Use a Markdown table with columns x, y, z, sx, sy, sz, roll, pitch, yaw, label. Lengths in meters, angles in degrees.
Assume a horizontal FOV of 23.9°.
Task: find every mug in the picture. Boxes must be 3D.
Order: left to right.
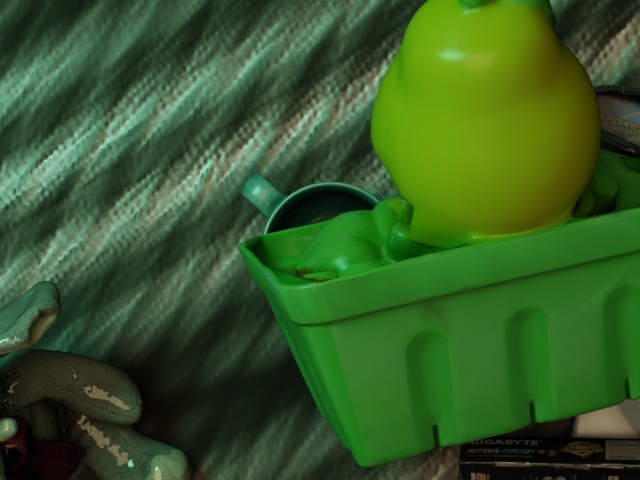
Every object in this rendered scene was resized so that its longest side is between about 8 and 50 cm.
| x | y | z | sx | sy | sz | roll | pitch | yaw | label |
| --- | --- | --- | --- | --- | --- | --- | --- | --- | --- |
| 0.010 | 0.001 | 1.394 | 0.129 | 0.097 | 0.157 | -17 | 86 | 4 | mug |

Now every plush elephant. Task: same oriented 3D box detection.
| x | y | z | sx | sy | sz | roll | pitch | yaw | label |
| --- | --- | --- | --- | --- | --- | --- | --- | --- | --- |
| -0.304 | 0.171 | 1.328 | 0.272 | 0.255 | 0.330 | -31 | 85 | 2 | plush elephant |

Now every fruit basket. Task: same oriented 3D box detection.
| x | y | z | sx | sy | sz | roll | pitch | yaw | label |
| --- | --- | --- | --- | --- | --- | --- | --- | --- | --- |
| 0.123 | -0.036 | 1.204 | 0.392 | 0.283 | 0.392 | -2 | 99 | -11 | fruit basket |

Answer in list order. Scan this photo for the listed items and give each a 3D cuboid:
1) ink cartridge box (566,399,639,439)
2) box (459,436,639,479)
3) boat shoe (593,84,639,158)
| x | y | z | sx | sy | sz | roll | pitch | yaw | label |
| --- | --- | --- | --- | --- | --- | --- | --- | --- | --- |
| 0.370 | 0.128 | 1.379 | 0.261 | 0.066 | 0.296 | 11 | 88 | 6 | ink cartridge box |
| 0.214 | 0.283 | 1.342 | 0.175 | 0.051 | 0.220 | -1 | 109 | 11 | box |
| 0.336 | -0.099 | 1.386 | 0.229 | 0.076 | 0.080 | 17 | 89 | 5 | boat shoe |
